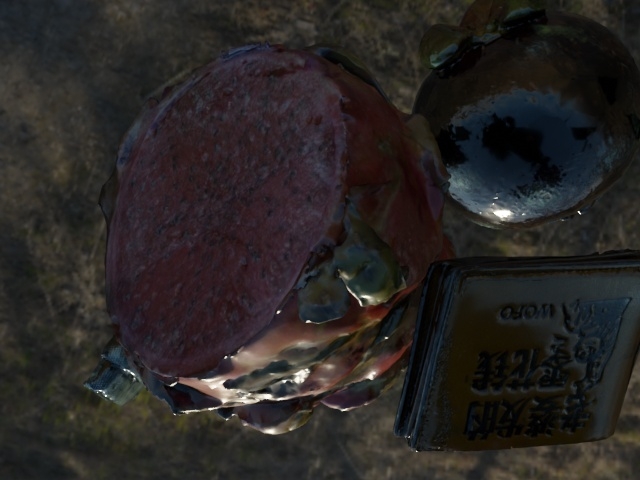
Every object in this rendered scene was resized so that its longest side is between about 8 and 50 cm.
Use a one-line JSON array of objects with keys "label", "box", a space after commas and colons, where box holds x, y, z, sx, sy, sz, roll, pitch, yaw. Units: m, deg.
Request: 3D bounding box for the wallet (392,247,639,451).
[{"label": "wallet", "box": [0.158, 0.085, 0.750, 0.195, 0.042, 0.161, 1, 117, -21]}]

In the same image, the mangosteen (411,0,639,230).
[{"label": "mangosteen", "box": [0.235, -0.154, 1.192, 0.288, 0.288, 0.288, 8, 147, 5]}]

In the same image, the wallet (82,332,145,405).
[{"label": "wallet", "box": [-0.152, 0.040, 1.173, 0.075, 0.342, 0.237, 30, 165, 2]}]

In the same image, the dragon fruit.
[{"label": "dragon fruit", "box": [0.000, 0.000, 0.842, 0.296, 0.314, 0.263, -35, 140, 29]}]
